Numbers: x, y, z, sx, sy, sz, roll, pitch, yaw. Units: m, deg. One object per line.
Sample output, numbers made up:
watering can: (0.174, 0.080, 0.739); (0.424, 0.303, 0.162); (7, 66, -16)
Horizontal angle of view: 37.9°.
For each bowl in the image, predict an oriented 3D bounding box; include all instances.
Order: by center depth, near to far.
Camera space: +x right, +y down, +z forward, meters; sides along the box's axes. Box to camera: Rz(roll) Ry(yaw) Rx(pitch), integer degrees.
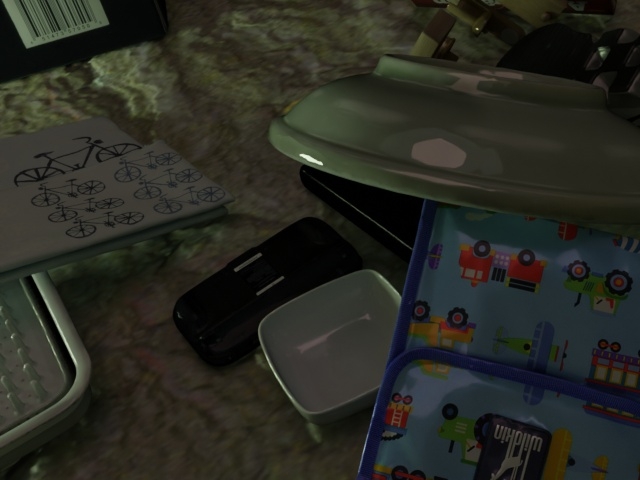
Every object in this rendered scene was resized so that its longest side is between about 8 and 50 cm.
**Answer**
bowl: (0.024, 0.106, 0.882); (0.142, 0.053, 0.142); (-25, 46, -9)

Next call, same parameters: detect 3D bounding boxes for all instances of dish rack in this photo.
dish rack: (-0.393, 0.138, 0.967); (0.285, 0.072, 0.333); (-29, 44, -14)

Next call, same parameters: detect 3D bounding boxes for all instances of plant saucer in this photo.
plant saucer: (0.154, -0.113, 0.885); (0.400, 0.100, 0.400); (8, 13, -2)

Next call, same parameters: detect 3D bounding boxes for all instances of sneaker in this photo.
sneaker: (0.315, -0.158, 1.040); (0.122, 0.146, 0.330); (-56, 27, -5)

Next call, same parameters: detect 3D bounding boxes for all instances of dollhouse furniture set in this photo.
dollhouse furniture set: (0.194, -0.240, 1.151); (0.123, 0.144, 0.151); (34, 59, 2)

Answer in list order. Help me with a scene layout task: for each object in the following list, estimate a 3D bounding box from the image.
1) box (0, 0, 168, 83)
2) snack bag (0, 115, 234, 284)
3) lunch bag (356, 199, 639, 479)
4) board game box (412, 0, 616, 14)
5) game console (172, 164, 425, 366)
box: (-0.427, -0.474, 1.514); (0.293, 0.212, 0.395); (-17, 42, 1)
snack bag: (-0.323, -0.068, 1.114); (0.323, 0.037, 0.342); (-19, 36, -30)
lunch bag: (0.157, 0.137, 0.748); (0.221, 0.138, 0.293); (13, 67, 10)
board game box: (0.236, -0.339, 1.227); (0.281, 0.145, 0.027); (9, 87, 26)
game console: (0.000, 0.000, 1.011); (0.361, 0.044, 0.213); (-33, 43, -18)
